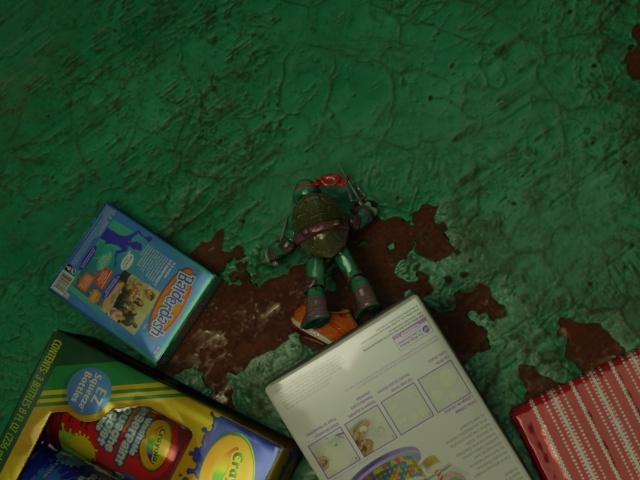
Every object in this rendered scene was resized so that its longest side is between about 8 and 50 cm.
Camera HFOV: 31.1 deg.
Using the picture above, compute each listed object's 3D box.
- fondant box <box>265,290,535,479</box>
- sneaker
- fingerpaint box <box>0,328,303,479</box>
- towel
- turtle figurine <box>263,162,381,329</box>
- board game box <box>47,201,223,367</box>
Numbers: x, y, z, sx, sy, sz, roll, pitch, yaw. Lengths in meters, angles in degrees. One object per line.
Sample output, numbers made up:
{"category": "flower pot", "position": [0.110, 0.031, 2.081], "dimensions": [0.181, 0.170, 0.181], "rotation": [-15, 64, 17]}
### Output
{"category": "fondant box", "position": [0.114, 0.268, 1.528], "dimensions": [0.238, 0.096, 0.330], "rotation": [-32, 87, 4]}
{"category": "sneaker", "position": [0.041, 0.135, 1.621], "dimensions": [0.175, 0.064, 0.067], "rotation": [32, 77, 12]}
{"category": "fingerpaint box", "position": [-0.287, 0.402, 1.581], "dimensions": [0.371, 0.163, 0.445], "rotation": [25, 85, 15]}
{"category": "towel", "position": [0.414, 0.260, 1.540], "dimensions": [0.274, 0.031, 0.199], "rotation": [-26, 75, 4]}
{"category": "turtle figurine", "position": [0.000, 0.000, 1.617], "dimensions": [0.175, 0.118, 0.234], "rotation": [-18, 70, 6]}
{"category": "board game box", "position": [-0.274, 0.065, 1.703], "dimensions": [0.210, 0.047, 0.160], "rotation": [33, 87, 15]}
